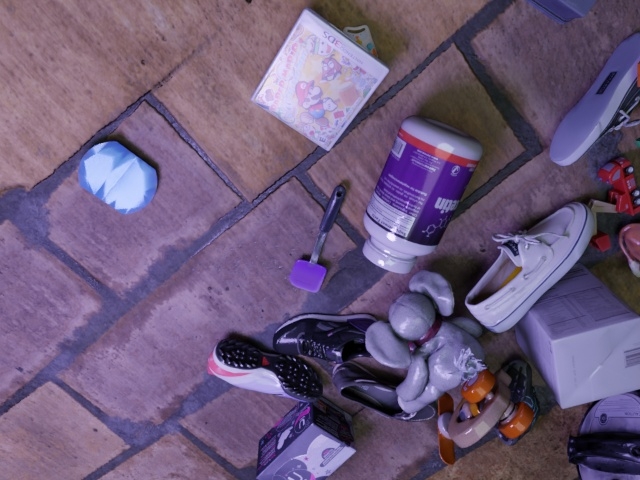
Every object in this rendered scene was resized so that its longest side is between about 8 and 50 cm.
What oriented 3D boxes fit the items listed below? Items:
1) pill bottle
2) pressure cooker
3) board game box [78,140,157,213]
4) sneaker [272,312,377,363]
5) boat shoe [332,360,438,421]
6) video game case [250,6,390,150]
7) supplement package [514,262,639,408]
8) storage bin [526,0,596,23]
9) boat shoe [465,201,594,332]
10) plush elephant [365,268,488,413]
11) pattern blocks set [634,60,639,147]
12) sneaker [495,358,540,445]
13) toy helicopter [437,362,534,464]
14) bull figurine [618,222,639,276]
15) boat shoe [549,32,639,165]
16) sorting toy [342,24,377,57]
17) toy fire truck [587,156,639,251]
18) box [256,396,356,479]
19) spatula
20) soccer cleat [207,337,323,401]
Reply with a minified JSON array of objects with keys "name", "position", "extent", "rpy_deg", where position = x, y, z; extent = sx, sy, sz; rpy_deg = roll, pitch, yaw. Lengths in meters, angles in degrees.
[{"name":"pill bottle","position":[0.209,-0.096,1.140],"extent":[0.181,0.181,0.323],"rpy_deg":[17,112,-9]},{"name":"pressure cooker","position":[0.897,0.588,1.364],"extent":[0.420,0.376,0.370],"rpy_deg":[16,115,-10]},{"name":"board game box","position":[-0.454,-0.146,1.177],"extent":[0.168,0.033,0.133],"rpy_deg":[37,103,-22]},{"name":"sneaker","position":[0.015,0.256,1.319],"extent":[0.283,0.124,0.107],"rpy_deg":[-8,114,2]},{"name":"boat shoe","position":[0.180,0.437,1.421],"extent":[0.335,0.095,0.112],"rpy_deg":[26,110,-13]},{"name":"video game case","position":[-0.005,-0.326,1.085],"extent":[0.206,0.026,0.227],"rpy_deg":[31,125,-14]},{"name":"supplement package","position":[0.604,0.218,1.248],"extent":[0.197,0.263,0.199],"rpy_deg":[-16,114,4]},{"name":"storage bin","position":[0.482,-0.497,1.023],"extent":[0.135,0.091,0.098],"rpy_deg":[26,110,-14]},{"name":"boat shoe","position":[0.468,0.032,1.213],"extent":[0.156,0.136,0.367],"rpy_deg":[38,97,-21]},{"name":"plush elephant","position":[0.250,0.234,1.255],"extent":[0.271,0.330,0.255],"rpy_deg":[-37,75,-12]},{"name":"pattern blocks set","position":[0.749,-0.337,1.085],"extent":[0.285,0.026,0.325],"rpy_deg":[16,97,-31]},{"name":"sneaker","position":[0.555,0.442,1.454],"extent":[0.106,0.101,0.268],"rpy_deg":[-9,115,-22]},{"name":"toy helicopter","position":[0.372,0.395,1.276],"extent":[0.140,0.355,0.235],"rpy_deg":[41,106,6]},{"name":"bull figurine","position":[0.872,0.020,1.209],"extent":[0.310,0.101,0.189],"rpy_deg":[2,120,36]},{"name":"boat shoe","position":[0.619,-0.281,1.115],"extent":[0.104,0.113,0.306],"rpy_deg":[29,94,-20]},{"name":"sorting toy","position":[0.077,-0.407,1.081],"extent":[0.083,0.045,0.075],"rpy_deg":[-7,95,1]},{"name":"toy fire truck","position":[0.680,-0.085,1.226],"extent":[0.135,0.047,0.192],"rpy_deg":[-29,112,1]},{"name":"box","position":[-0.041,0.576,1.449],"extent":[0.163,0.142,0.247],"rpy_deg":[38,108,-16]},{"name":"spatula","position":[0.000,0.000,1.257],"extent":[0.084,0.030,0.297],"rpy_deg":[17,112,-7]},{"name":"soccer cleat","position":[-0.146,0.359,1.384],"extent":[0.318,0.109,0.116],"rpy_deg":[24,133,-15]}]
